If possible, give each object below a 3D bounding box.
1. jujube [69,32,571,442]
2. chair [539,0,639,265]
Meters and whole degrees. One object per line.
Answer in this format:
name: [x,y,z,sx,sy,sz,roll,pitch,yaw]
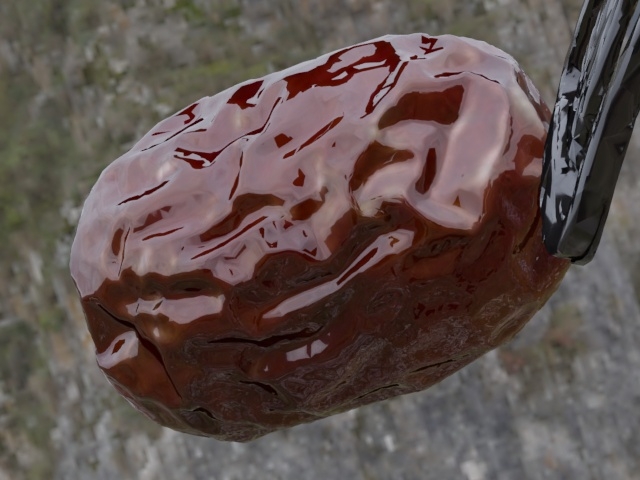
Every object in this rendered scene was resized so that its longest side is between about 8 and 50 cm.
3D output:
jujube: [0.000,0.000,0.728,0.250,0.174,0.174,-24,2,15]
chair: [0.126,-0.097,0.340,0.113,0.229,0.106,10,37,5]
